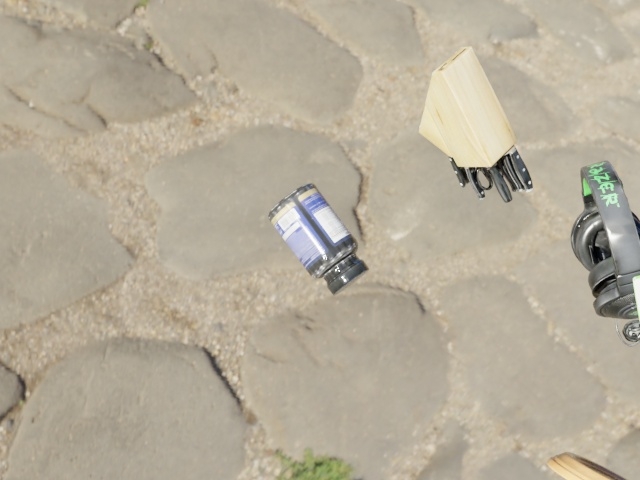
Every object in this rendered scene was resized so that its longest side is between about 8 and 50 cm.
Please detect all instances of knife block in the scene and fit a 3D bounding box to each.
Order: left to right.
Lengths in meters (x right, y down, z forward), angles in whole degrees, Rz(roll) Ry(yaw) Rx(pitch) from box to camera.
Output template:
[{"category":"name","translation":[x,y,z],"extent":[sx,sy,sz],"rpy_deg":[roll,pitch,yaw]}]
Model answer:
[{"category":"knife block","translation":[0.308,-0.197,1.695],"extent":[0.242,0.275,0.088],"rpy_deg":[39,66,17]}]

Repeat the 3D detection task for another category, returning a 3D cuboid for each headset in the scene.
[{"category":"headset","translation":[0.549,0.035,1.584],"extent":[0.185,0.394,0.243],"rpy_deg":[-15,38,11]}]

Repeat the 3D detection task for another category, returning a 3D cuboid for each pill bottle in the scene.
[{"category":"pill bottle","translation":[0.000,0.000,1.877],"extent":[0.123,0.123,0.219],"rpy_deg":[-30,81,-40]}]

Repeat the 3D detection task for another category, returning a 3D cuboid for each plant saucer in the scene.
[{"category":"plant saucer","translation":[0.510,0.436,1.639],"extent":[0.200,0.037,0.200],"rpy_deg":[25,0,0]}]

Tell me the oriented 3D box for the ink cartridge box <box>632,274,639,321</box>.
[{"category":"ink cartridge box","translation":[0.631,0.166,1.427],"extent":[0.198,0.272,0.114],"rpy_deg":[-16,33,22]}]
